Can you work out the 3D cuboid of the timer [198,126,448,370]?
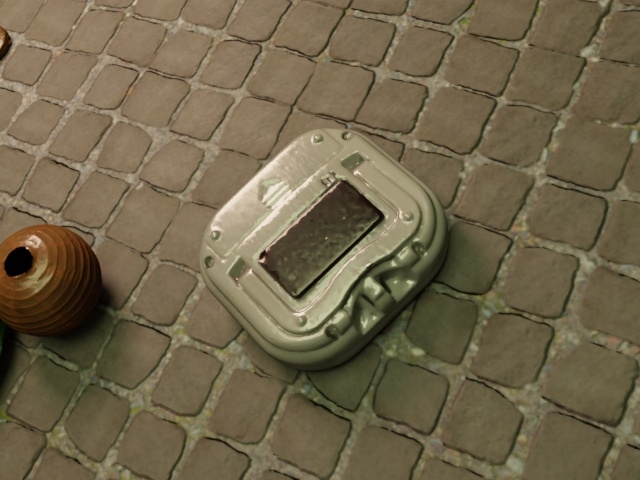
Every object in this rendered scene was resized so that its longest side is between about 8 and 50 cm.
[{"bbox_3d":[0.000,0.000,0.930,0.262,0.087,0.237,-44,61,-6],"label":"timer"}]

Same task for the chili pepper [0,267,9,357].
[{"bbox_3d":[-0.437,0.127,1.011,0.099,0.083,0.253,-3,61,29],"label":"chili pepper"}]

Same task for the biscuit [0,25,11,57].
[{"bbox_3d":[-0.563,-0.258,1.265,0.138,0.031,0.205,36,78,28],"label":"biscuit"}]

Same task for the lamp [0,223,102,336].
[{"bbox_3d":[-0.331,0.048,0.987,0.136,0.136,0.136,-7,63,14],"label":"lamp"}]
